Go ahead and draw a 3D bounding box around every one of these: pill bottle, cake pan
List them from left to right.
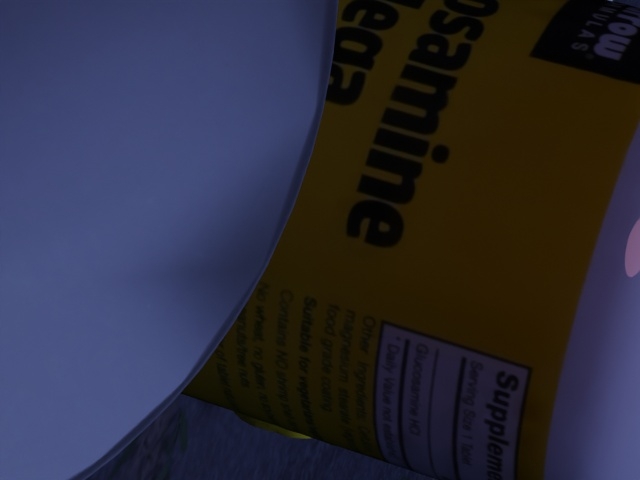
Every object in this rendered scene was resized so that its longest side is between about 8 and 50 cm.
[{"bbox_3d":[-0.108,-0.062,0.369,0.293,0.054,0.293,-1,91,-40],"label":"cake pan"},{"bbox_3d":[0.053,-0.007,0.717,0.188,0.334,0.188,17,90,-73],"label":"pill bottle"}]

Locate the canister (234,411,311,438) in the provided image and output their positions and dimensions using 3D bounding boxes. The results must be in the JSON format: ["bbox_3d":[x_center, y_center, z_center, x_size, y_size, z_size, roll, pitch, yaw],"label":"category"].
[{"bbox_3d":[0.000,0.000,1.008,0.126,0.073,0.170,-54,153,-48],"label":"canister"}]
